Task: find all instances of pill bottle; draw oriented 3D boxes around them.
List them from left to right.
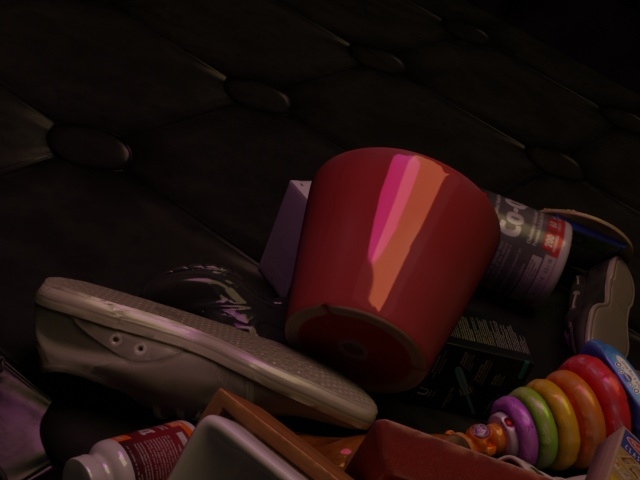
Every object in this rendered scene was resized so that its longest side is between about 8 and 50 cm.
[{"bbox_3d":[-0.208,0.259,1.309,0.152,0.086,0.086,-9,41,-43],"label":"pill bottle"},{"bbox_3d":[0.272,-0.007,1.991,0.283,0.161,0.161,21,29,-1],"label":"pill bottle"}]

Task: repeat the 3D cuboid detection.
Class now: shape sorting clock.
[{"bbox_3d":[0.465,-0.002,2.103,0.206,0.206,0.040,19,68,-4],"label":"shape sorting clock"}]

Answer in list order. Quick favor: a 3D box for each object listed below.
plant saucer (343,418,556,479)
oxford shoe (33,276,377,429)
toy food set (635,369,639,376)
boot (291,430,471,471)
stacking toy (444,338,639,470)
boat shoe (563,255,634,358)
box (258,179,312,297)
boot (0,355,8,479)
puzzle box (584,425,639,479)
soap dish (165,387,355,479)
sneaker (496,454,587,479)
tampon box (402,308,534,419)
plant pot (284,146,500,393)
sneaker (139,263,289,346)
[{"bbox_3d":[0.138,0.322,1.278,0.259,0.258,0.047,20,46,-5],"label":"plant saucer"},{"bbox_3d":[-0.151,0.168,1.450,0.449,0.130,0.169,17,2,-1],"label":"oxford shoe"},{"bbox_3d":[0.494,0.260,1.814,0.192,0.038,0.132,-26,63,-35],"label":"toy food set"},{"bbox_3d":[0.057,0.277,1.442,0.211,0.104,0.295,5,-9,25],"label":"boot"},{"bbox_3d":[0.294,0.261,1.610,0.302,0.165,0.175,-10,50,-22],"label":"stacking toy"},{"bbox_3d":[0.464,0.139,1.974,0.112,0.095,0.335,57,32,-12],"label":"boat shoe"},{"bbox_3d":[0.000,0.000,1.790,0.130,0.170,0.091,-3,37,-35],"label":"box"},{"bbox_3d":[-0.419,0.172,1.312,0.263,0.091,0.229,38,18,2],"label":"boot"},{"bbox_3d":[0.466,0.438,1.372,0.409,0.052,0.272,44,31,1],"label":"puzzle box"},{"bbox_3d":[-0.038,0.323,1.196,0.291,0.229,0.118,35,15,22],"label":"soap dish"},{"bbox_3d":[0.285,0.324,1.469,0.290,0.123,0.106,-10,10,-44],"label":"sneaker"},{"bbox_3d":[0.207,0.175,1.689,0.161,0.120,0.101,14,31,-14],"label":"tampon box"},{"bbox_3d":[0.080,0.052,1.553,0.275,0.275,0.243,22,56,0],"label":"plant pot"},{"bbox_3d":[-0.111,0.121,1.591,0.286,0.109,0.130,15,36,-8],"label":"sneaker"}]
